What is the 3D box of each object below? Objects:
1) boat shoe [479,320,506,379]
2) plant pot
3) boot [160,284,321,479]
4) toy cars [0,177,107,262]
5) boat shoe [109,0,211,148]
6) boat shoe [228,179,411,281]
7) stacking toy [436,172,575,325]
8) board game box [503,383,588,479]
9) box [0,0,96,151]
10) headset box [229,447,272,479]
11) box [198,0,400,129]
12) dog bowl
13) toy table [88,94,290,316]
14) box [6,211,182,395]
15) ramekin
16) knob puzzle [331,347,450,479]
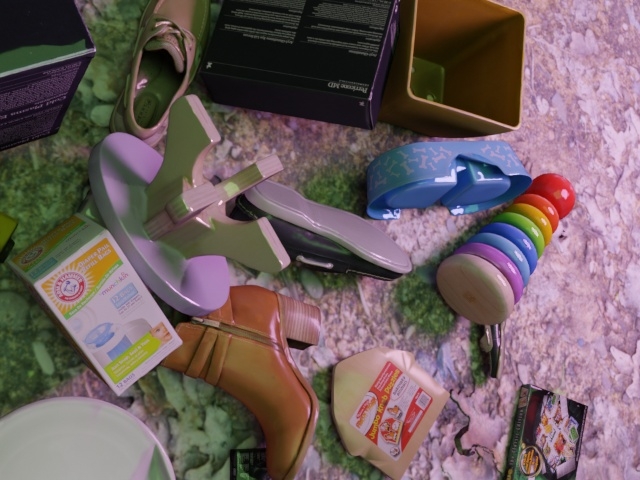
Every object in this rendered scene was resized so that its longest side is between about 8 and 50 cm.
[{"bbox_3d":[0.296,0.170,1.375,0.043,0.049,0.136,0,79,18],"label":"boat shoe"},{"bbox_3d":[0.196,-0.279,1.333,0.212,0.187,0.212,12,75,-22],"label":"plant pot"},{"bbox_3d":[-0.115,0.193,1.129,0.220,0.109,0.283,14,67,-20],"label":"boot"},{"bbox_3d":[-0.377,-0.005,1.064,0.394,0.087,0.176,-22,90,-27],"label":"toy cars"},{"bbox_3d":[-0.225,-0.276,1.182,0.109,0.098,0.302,24,71,-19],"label":"boat shoe"},{"bbox_3d":[0.000,0.000,1.244,0.303,0.091,0.114,26,26,-17],"label":"boat shoe"},{"bbox_3d":[0.346,-0.003,1.388,0.330,0.141,0.141,-42,99,-31],"label":"stacking toy"},{"bbox_3d":[0.384,0.393,1.381,0.136,0.030,0.259,24,71,-22],"label":"board game box"},{"bbox_3d":[-0.445,-0.301,0.964,0.179,0.312,0.343,-24,90,-27],"label":"box"},{"bbox_3d":[-0.088,0.335,1.165,0.083,0.032,0.062,4,79,-26],"label":"headset box"},{"bbox_3d":[-0.027,-0.287,1.211,0.261,0.103,0.184,12,70,12],"label":"box"},{"bbox_3d":[0.207,-0.103,1.326,0.297,0.166,0.074,-4,70,-26],"label":"dog bowl"},{"bbox_3d":[-0.167,-0.048,1.054,0.274,0.161,0.252,54,29,-13],"label":"toy table"},{"bbox_3d":[-0.289,0.081,1.033,0.114,0.103,0.203,-40,125,-22],"label":"box"},{"bbox_3d":[-0.325,0.332,1.001,0.273,0.127,0.272,5,77,-24],"label":"ramekin"},{"bbox_3d":[0.091,0.256,1.267,0.213,0.030,0.213,5,79,-24],"label":"knob puzzle"}]
